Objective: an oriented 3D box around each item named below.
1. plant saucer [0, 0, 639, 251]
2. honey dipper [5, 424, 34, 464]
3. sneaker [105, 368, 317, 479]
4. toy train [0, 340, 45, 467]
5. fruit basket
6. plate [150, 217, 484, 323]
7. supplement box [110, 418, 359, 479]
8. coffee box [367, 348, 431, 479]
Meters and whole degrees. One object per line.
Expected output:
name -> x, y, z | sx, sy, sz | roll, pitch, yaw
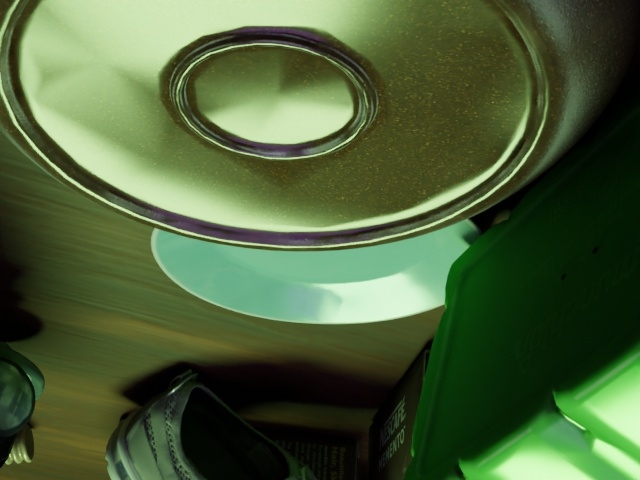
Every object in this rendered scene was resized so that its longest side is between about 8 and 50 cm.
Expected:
plant saucer -> -0.019, -0.076, 0.634 | 0.310, 0.050, 0.311 | 3, 149, 2
honey dipper -> -0.304, 0.166, 1.162 | 0.160, 0.031, 0.030 | -7, 153, 3
sneaker -> -0.036, 0.211, 1.041 | 0.281, 0.105, 0.115 | 42, 135, 8
toy train -> -0.324, 0.124, 1.001 | 0.190, 0.142, 0.334 | 32, 144, -25
fruit basket -> 0.272, 0.070, 0.712 | 0.392, 0.283, 0.392 | 10, 143, 8
plate -> 0.000, 0.000, 0.834 | 0.188, 0.024, 0.188 | 2, 152, 1
supplement box -> -0.070, 0.207, 1.160 | 0.188, 0.104, 0.081 | 7, 154, -9
coffee box -> 0.193, 0.174, 1.055 | 0.297, 0.119, 0.168 | 7, 154, -10
